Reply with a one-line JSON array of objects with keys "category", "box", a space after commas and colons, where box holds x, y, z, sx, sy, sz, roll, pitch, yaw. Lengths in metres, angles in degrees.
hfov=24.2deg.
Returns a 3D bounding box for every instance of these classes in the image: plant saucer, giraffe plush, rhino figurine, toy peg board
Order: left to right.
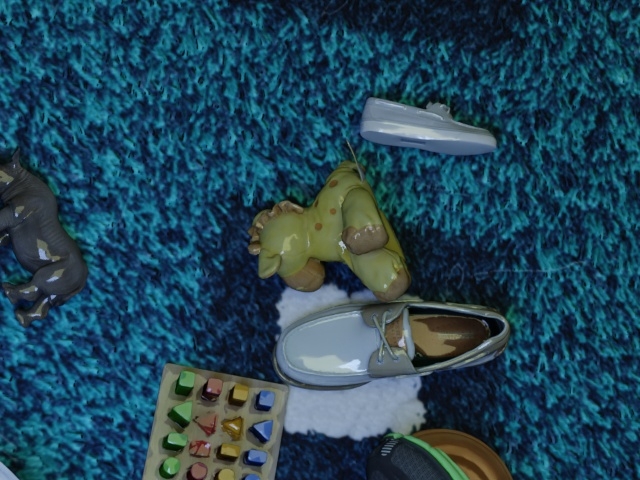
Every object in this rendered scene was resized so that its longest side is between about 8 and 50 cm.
[{"category": "rhino figurine", "box": [-0.372, -0.022, 1.847, 0.106, 0.073, 0.243, -25, 81, -11]}, {"category": "toy peg board", "box": [-0.125, 0.238, 1.824, 0.161, 0.079, 0.161, 12, 74, -7]}, {"category": "giraffe plush", "box": [0.000, 0.000, 1.877, 0.170, 0.181, 0.210, -24, 92, 6]}, {"category": "plant saucer", "box": [0.156, 0.335, 1.874, 0.200, 0.037, 0.200, 2, 76, -9]}]

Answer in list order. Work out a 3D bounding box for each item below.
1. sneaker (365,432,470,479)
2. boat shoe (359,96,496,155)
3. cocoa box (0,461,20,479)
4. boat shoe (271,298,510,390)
[{"category": "sneaker", "box": [0.100, 0.462, 1.711, 0.202, 0.185, 0.482, 2, 80, -30]}, {"category": "boat shoe", "box": [0.145, -0.155, 1.985, 0.184, 0.066, 0.063, 6, 76, 1]}, {"category": "cocoa box", "box": [-0.321, 0.451, 1.656, 0.347, 0.228, 0.231, 44, 73, 3]}, {"category": "boat shoe", "box": [0.091, 0.121, 1.880, 0.302, 0.103, 0.113, -8, 78, -12]}]
